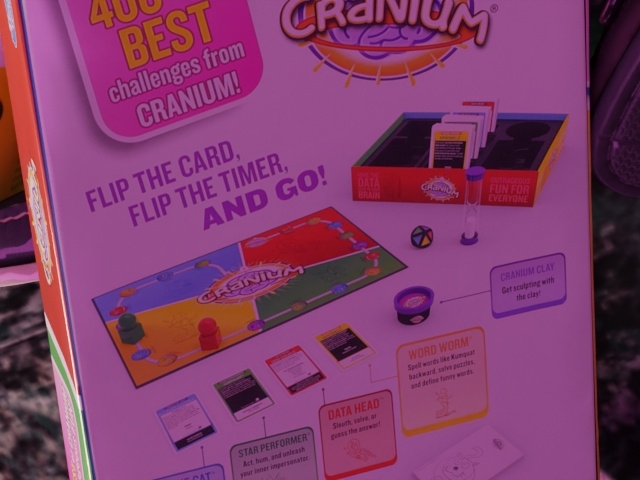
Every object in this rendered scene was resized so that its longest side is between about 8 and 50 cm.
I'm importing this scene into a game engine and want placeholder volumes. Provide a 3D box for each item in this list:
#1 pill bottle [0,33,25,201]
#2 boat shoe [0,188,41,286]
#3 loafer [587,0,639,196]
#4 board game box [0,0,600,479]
[{"bbox_3d":[-0.193,-0.071,0.758,0.119,0.119,0.209,19,114,4],"label":"pill bottle"},{"bbox_3d":[-0.068,-0.041,0.726,0.254,0.095,0.079,-18,103,-5],"label":"boat shoe"},{"bbox_3d":[0.206,-0.154,0.673,0.109,0.095,0.302,16,123,-32],"label":"loafer"},{"bbox_3d":[0.000,0.000,0.680,0.242,0.064,0.317,-11,112,-17],"label":"board game box"}]
